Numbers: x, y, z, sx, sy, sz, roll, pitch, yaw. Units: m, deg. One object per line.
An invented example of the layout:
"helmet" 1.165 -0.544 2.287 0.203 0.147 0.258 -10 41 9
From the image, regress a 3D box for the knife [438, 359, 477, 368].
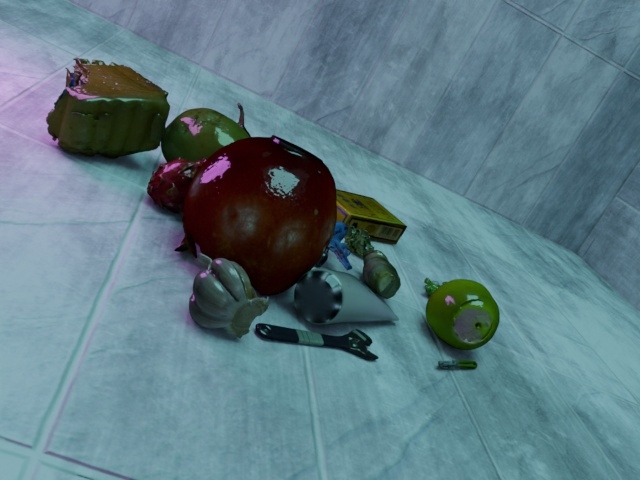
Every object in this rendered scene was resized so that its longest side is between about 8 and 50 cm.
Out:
"knife" 0.327 0.297 1.711 0.184 0.026 0.022 13 63 -47

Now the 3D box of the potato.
"potato" -0.293 -0.232 1.921 0.304 0.216 0.216 43 22 28

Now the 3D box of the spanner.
"spanner" -0.001 0.205 1.463 0.316 0.024 0.087 14 28 -40

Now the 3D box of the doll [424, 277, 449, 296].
"doll" 0.368 0.151 2.143 0.190 0.050 0.115 10 32 -50

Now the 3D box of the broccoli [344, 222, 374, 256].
"broccoli" 0.114 0.001 2.109 0.095 0.097 0.092 4 -20 -17

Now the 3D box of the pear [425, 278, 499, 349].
"pear" 0.366 0.185 1.842 0.187 0.187 0.219 28 4 -4

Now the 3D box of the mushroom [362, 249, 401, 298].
"mushroom" 0.161 0.097 1.842 0.107 0.087 0.333 48 3 -8

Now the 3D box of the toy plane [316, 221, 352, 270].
"toy plane" 0.000 0.000 1.901 0.254 0.105 0.271 36 18 20

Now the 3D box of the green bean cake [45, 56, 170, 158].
"green bean cake" -0.573 -0.328 1.823 0.285 0.202 0.310 -6 35 -42

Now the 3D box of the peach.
"peach" -0.123 -0.076 1.595 0.335 0.310 0.406 33 17 3

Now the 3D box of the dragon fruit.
"dragon fruit" -0.331 -0.134 1.713 0.136 0.166 0.133 37 -26 37

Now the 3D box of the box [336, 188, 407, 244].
"box" 0.121 -0.084 2.358 0.301 0.084 0.193 9 26 -47

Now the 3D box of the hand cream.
"hand cream" 0.063 0.129 1.645 0.185 0.118 0.359 38 12 21

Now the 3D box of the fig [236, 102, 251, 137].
"fig" -0.274 -0.295 2.220 0.149 0.202 0.148 -4 -28 47

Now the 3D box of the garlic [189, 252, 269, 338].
"garlic" -0.190 0.079 1.327 0.127 0.131 0.194 16 30 -42
